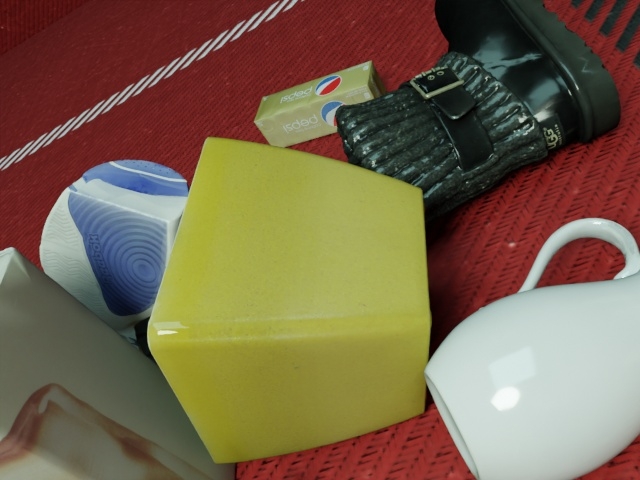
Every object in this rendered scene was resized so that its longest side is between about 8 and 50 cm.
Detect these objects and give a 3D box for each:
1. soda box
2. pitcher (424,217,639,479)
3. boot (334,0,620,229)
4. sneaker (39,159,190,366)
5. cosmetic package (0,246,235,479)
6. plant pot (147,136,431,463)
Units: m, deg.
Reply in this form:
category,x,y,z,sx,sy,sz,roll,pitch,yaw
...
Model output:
category,x,y,z,sx,sy,sz,roll,pitch,yaw
soda box,-0.001,-0.188,0.849,0.181,0.061,0.058,-12,47,26
pitcher,0.176,0.071,0.440,0.207,0.126,0.178,-26,38,-2
boot,0.134,-0.178,0.692,0.260,0.131,0.348,-28,41,10
sneaker,-0.172,0.024,0.625,0.127,0.316,0.182,21,45,4
cosmetic package,-0.207,0.163,0.477,0.153,0.296,0.129,-22,41,17
plant pot,-0.003,0.054,0.517,0.187,0.212,0.212,0,48,7
